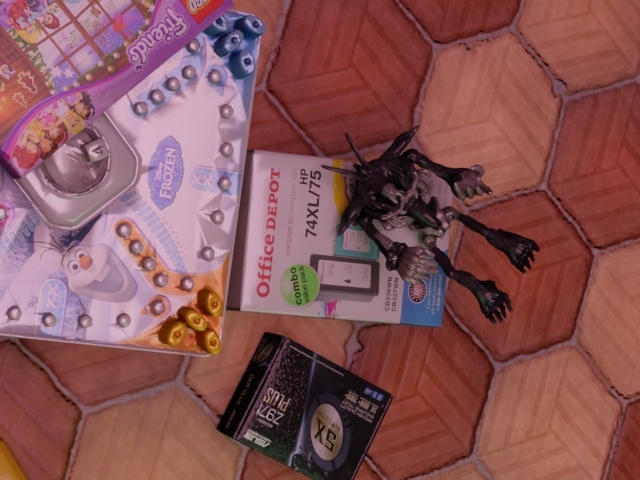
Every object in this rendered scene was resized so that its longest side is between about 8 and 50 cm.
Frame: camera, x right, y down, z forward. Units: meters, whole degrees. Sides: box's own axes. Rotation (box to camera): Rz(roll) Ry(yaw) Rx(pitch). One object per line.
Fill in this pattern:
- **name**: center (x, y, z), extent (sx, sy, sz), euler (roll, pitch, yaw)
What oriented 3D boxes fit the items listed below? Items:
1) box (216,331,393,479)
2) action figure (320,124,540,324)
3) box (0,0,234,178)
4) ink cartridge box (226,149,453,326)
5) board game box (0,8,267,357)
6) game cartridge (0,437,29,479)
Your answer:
- **box**: center (-0.020, 0.225, 1.775), extent (0.180, 0.077, 0.147), euler (31, 80, -19)
- **action figure**: center (0.134, -0.025, 1.591), extent (0.275, 0.141, 0.164), euler (34, 89, -21)
- **box**: center (-0.260, -0.230, 1.379), extent (0.293, 0.057, 0.201), euler (-43, 106, -16)
- **ink cartridge box**: center (0.000, 0.000, 1.716), extent (0.270, 0.197, 0.198), euler (5, 88, -22)
- **board game box**: center (-0.262, -0.086, 1.439), extent (0.389, 0.050, 0.390), euler (8, 88, -22)
- **game cartridge**: center (-0.424, 0.447, 1.632), extent (0.285, 0.052, 0.324), euler (-33, 101, -18)
